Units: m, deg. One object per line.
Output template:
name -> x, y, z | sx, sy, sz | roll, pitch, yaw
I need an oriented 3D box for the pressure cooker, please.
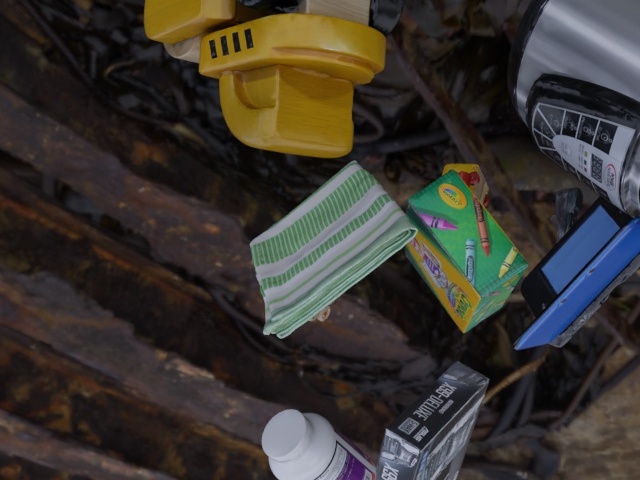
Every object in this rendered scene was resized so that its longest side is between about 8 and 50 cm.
pressure cooker -> 0.517, -0.214, 1.075 | 0.369, 0.420, 0.376 | -6, 132, -40

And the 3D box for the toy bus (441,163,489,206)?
toy bus -> 0.284, -0.062, 1.654 | 0.104, 0.202, 0.191 | 4, 107, 30

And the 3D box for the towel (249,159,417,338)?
towel -> 0.000, 0.000, 1.172 | 0.248, 0.325, 0.038 | -38, 111, 6

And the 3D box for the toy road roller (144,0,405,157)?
toy road roller -> -0.066, -0.223, 0.972 | 0.202, 0.241, 0.329 | 4, 179, -40

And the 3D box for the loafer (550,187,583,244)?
loafer -> 0.585, -0.045, 1.889 | 0.061, 0.170, 0.062 | 2, 157, 39

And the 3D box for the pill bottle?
pill bottle -> -0.004, 0.544, 1.931 | 0.181, 0.182, 0.323 | -14, 135, 30

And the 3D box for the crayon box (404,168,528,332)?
crayon box -> 0.203, 0.026, 1.152 | 0.081, 0.165, 0.278 | -34, 163, -5

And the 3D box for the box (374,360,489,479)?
box -> 0.187, 0.404, 1.437 | 0.076, 0.242, 0.307 | 29, 127, 28

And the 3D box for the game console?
game console -> 0.431, 0.032, 1.346 | 0.173, 0.250, 0.293 | 25, 117, -26

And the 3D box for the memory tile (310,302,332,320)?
memory tile -> 0.005, 0.097, 1.594 | 0.012, 0.148, 0.113 | 26, -170, 35
